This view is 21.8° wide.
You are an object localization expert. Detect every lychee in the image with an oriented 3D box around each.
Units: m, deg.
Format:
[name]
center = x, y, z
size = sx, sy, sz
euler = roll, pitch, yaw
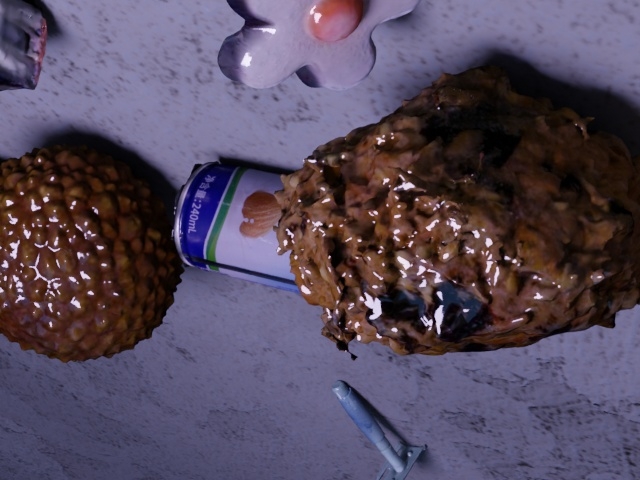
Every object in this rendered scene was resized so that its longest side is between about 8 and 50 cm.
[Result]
[lychee]
center = -0.224, 0.021, 1.497
size = 0.200, 0.200, 0.238
euler = 17, 135, 17

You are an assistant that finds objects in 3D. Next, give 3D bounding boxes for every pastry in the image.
[pastry]
center = 0.098, -0.018, 1.150
size = 0.274, 0.193, 0.275
euler = -7, 177, 0

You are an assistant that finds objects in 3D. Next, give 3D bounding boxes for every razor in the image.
[razor]
center = 0.052, 0.198, 1.758
size = 0.040, 0.068, 0.135
euler = -8, 127, 46

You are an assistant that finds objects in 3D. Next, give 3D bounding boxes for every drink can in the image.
[drink can]
center = 0.000, 0.000, 1.365
size = 0.235, 0.097, 0.097
euler = 13, 152, 27

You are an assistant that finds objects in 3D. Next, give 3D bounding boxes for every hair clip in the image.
[hair clip]
center = -0.013, -0.184, 1.014
size = 0.146, 0.075, 0.257
euler = -20, 152, -2

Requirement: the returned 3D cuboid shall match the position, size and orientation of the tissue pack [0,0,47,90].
[tissue pack]
center = -0.406, -0.170, 1.331
size = 0.332, 0.123, 0.245
euler = -1, 165, 40
